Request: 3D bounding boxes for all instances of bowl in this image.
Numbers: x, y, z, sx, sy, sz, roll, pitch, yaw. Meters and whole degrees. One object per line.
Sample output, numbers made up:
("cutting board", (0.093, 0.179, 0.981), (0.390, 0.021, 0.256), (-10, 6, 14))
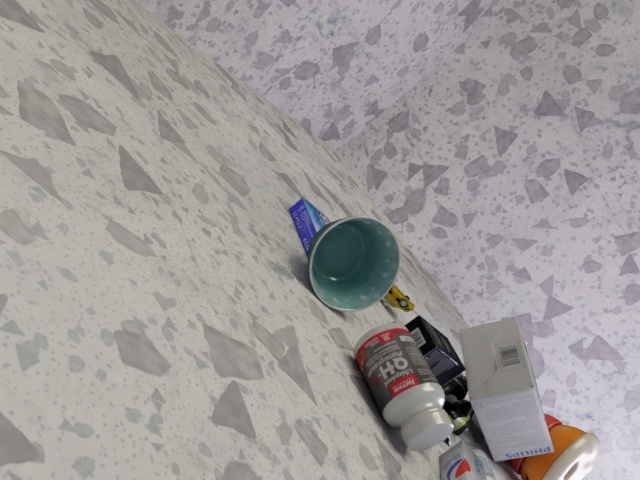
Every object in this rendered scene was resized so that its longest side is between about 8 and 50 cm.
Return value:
("bowl", (0.082, 0.054, 1.866), (0.311, 0.311, 0.163), (43, -3, -27))

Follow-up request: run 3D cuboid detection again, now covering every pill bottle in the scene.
("pill bottle", (0.470, 0.704, 1.720), (0.087, 0.087, 0.160), (46, 15, -17))
("pill bottle", (0.226, 0.395, 1.580), (0.176, 0.176, 0.318), (36, 19, -45))

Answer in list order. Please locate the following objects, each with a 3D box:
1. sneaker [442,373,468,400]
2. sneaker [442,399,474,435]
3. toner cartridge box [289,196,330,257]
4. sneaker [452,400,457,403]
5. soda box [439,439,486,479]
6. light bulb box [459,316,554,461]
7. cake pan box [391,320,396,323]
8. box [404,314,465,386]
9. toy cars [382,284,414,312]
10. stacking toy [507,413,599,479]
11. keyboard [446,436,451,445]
("sneaker", (0.453, 0.512, 2.154), (0.234, 0.078, 0.106), (32, 43, -7))
("sneaker", (0.478, 0.592, 2.043), (0.097, 0.084, 0.235), (50, 14, 6))
("toner cartridge box", (0.000, 0.000, 2.116), (0.165, 0.075, 0.347), (38, 19, -37))
("sneaker", (0.515, 0.628, 2.186), (0.083, 0.032, 0.037), (50, -1, -23))
("soda box", (0.386, 0.660, 1.565), (0.098, 0.091, 0.286), (50, 14, 0))
("light bulb box", (0.680, 0.547, 2.148), (0.357, 0.226, 0.360), (-81, 149, -54))
("cake pan box", (0.281, 0.404, 1.957), (0.245, 0.070, 0.267), (50, 14, 9))
("box", (0.370, 0.371, 1.956), (0.207, 0.108, 0.153), (40, 17, -37))
("toy cars", (0.225, 0.182, 2.335), (0.394, 0.087, 0.176), (37, 14, -33))
("stacking toy", (0.803, 0.771, 2.307), (0.480, 0.350, 0.351), (38, 3, 42))
("keyboard", (0.371, 0.572, 1.899), (0.192, 0.038, 0.100), (-110, 179, -57))
